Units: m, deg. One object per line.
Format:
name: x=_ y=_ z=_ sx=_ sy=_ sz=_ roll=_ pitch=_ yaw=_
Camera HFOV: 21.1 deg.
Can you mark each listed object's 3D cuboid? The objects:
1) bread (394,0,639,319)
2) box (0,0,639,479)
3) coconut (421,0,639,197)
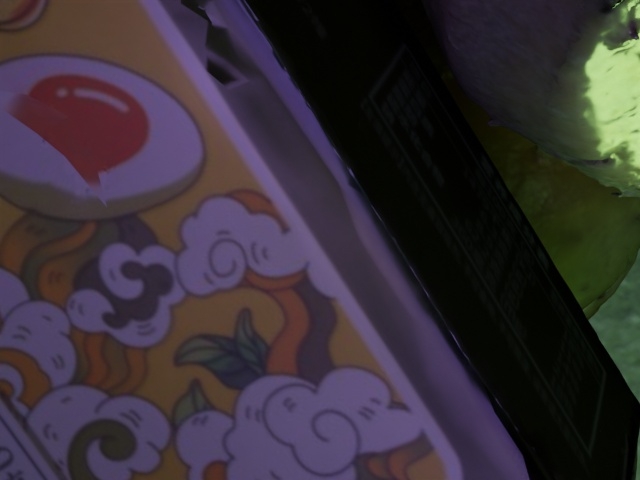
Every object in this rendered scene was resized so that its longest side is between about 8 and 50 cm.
bread: x=-0.004 y=0.004 z=0.736 sx=0.314 sy=0.192 sz=0.171 roll=-25 pitch=118 yaw=27
box: x=-0.150 y=-0.002 z=0.593 sx=0.373 sy=0.138 sz=0.420 roll=-27 pitch=102 yaw=24
coconut: x=0.134 y=-0.138 z=0.594 sx=0.227 sy=0.230 sz=0.227 roll=-5 pitch=141 yaw=-4
